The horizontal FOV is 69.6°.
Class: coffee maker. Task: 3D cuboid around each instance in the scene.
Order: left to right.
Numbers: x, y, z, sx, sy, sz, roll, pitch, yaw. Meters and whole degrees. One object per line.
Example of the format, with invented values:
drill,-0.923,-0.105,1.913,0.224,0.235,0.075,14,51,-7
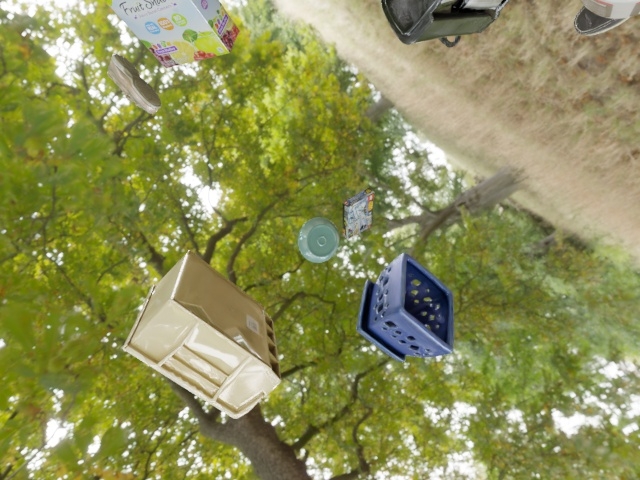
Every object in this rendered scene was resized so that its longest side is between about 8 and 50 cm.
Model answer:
coffee maker,0.194,-0.369,0.731,0.178,0.171,0.120,-21,-122,-29

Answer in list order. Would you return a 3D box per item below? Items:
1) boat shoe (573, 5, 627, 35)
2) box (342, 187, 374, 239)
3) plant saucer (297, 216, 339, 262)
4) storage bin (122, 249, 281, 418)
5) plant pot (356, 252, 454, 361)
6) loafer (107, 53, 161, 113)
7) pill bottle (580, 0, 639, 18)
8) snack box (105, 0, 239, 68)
boat shoe,0.675,-0.549,1.003,0.092,0.285,0.103,-19,-89,-27
box,0.105,-0.073,1.286,0.027,0.094,0.137,46,155,33
plant saucer,0.000,0.000,1.193,0.119,0.119,0.021,48,167,-20
storage bin,-0.215,0.176,0.917,0.260,0.123,0.262,41,-174,-19
plant pot,0.249,0.219,1.399,0.236,0.212,0.236,39,-139,-21
loafer,-0.294,-0.238,0.723,0.125,0.039,0.045,52,-156,17
pill bottle,0.522,-0.475,0.772,0.176,0.176,0.318,56,-146,3
snack box,-0.279,-0.425,0.834,0.207,0.174,0.070,48,-130,-49
